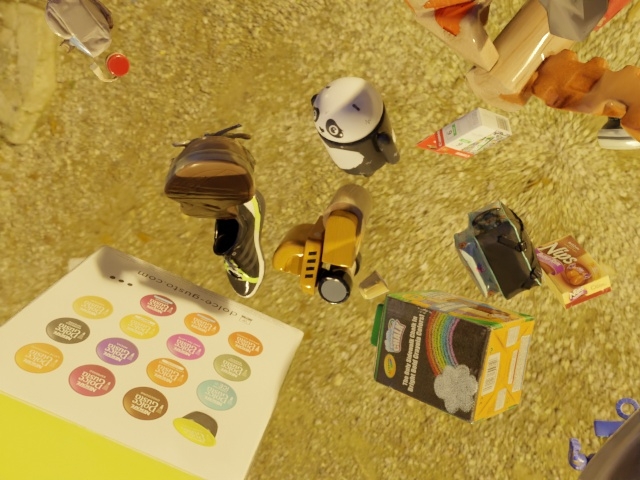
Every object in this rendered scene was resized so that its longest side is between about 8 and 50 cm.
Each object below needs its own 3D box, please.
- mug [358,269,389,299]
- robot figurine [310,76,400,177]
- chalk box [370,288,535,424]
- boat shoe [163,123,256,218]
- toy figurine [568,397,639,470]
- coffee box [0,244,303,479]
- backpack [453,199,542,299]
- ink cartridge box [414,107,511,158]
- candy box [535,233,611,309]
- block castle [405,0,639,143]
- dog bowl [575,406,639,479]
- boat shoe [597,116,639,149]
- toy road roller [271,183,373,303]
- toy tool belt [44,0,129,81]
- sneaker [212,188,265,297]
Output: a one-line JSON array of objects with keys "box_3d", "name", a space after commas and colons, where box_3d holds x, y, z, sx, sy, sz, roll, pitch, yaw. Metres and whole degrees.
[{"box_3d": [0.128, 0.113, 1.572, 0.064, 0.078, 0.062, -33, 49, 8], "name": "mug"}, {"box_3d": [0.083, -0.264, 1.495, 0.209, 0.278, 0.174, -5, 64, 16], "name": "robot figurine"}, {"box_3d": [0.225, 0.198, 1.188, 0.288, 0.179, 0.180, 16, 101, 43], "name": "chalk box"}, {"box_3d": [-0.137, -0.088, 0.769, 0.104, 0.285, 0.090, 5, 82, -13], "name": "boat shoe"}, {"box_3d": [0.509, 0.382, 1.066, 0.362, 0.191, 0.217, -9, 70, 33], "name": "toy figurine"}, {"box_3d": [-0.259, 0.272, 0.851, 0.337, 0.334, 0.338, 23, 115, 2], "name": "coffee box"}, {"box_3d": [0.351, 0.014, 1.242, 0.144, 0.188, 0.166, -26, 109, 25], "name": "backpack"}, {"box_3d": [0.188, -0.134, 0.830, 0.115, 0.062, 0.029, -27, 63, 47], "name": "ink cartridge box"}, {"box_3d": [0.571, 0.068, 1.434, 0.109, 0.187, 0.053, -23, 122, 7], "name": "candy box"}, {"box_3d": [0.164, -0.243, 0.308, 0.213, 0.453, 0.303, -51, 44, -3], "name": "block castle"}, {"box_3d": [0.384, 0.183, 0.490, 0.150, 0.408, 0.408, 48, 111, 16], "name": "dog bowl"}, {"box_3d": [0.683, -0.274, 0.983, 0.499, 0.187, 0.156, -21, 96, 15], "name": "boat shoe"}, {"box_3d": [0.000, 0.000, 1.742, 0.240, 0.202, 0.330, 14, 119, 8], "name": "toy road roller"}, {"box_3d": [-0.202, -0.181, 0.539, 0.052, 0.083, 0.051, -45, 39, -5], "name": "toy tool belt"}, {"box_3d": [-0.155, 0.010, 1.077, 0.084, 0.097, 0.235, 22, 127, 27], "name": "sneaker"}]
